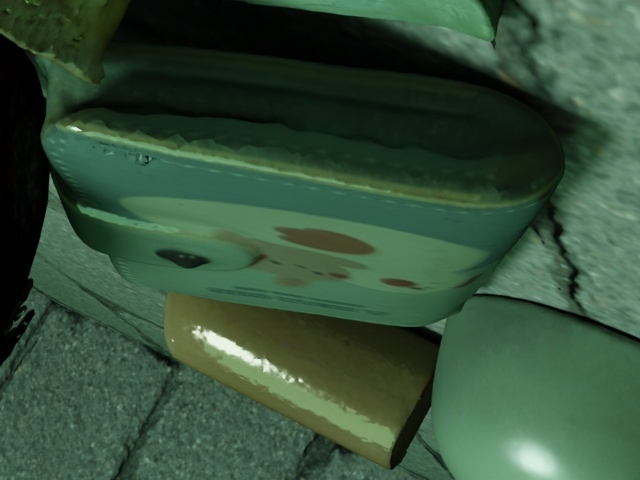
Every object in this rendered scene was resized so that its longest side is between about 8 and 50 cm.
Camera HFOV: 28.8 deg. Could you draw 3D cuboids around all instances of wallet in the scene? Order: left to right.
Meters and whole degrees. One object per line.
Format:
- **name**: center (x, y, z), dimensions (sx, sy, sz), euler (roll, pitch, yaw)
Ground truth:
- **wallet**: center (-0.021, -0.017, 0.693), dimensions (0.252, 0.083, 0.360), euler (10, 166, 0)

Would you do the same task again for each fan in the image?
- **fan**: center (-0.006, -0.107, 0.522), dimensions (0.193, 0.016, 0.038), euler (15, 159, 42)

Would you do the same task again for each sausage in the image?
- **sausage**: center (-0.019, 0.095, 1.105), dimensions (0.253, 0.123, 0.123), euler (26, 167, 10)

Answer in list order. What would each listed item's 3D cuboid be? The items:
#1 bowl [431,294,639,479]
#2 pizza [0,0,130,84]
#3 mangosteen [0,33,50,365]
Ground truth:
- **bowl**: center (0.193, 0.171, 0.901), dimensions (0.289, 0.146, 0.289), euler (26, 167, 7)
- **pizza**: center (-0.121, -0.145, 0.502), dimensions (0.188, 0.080, 0.204), euler (48, -175, 20)
- **mangosteen**: center (-0.337, -0.033, 0.685), dimensions (0.381, 0.381, 0.421), euler (31, 173, -13)
